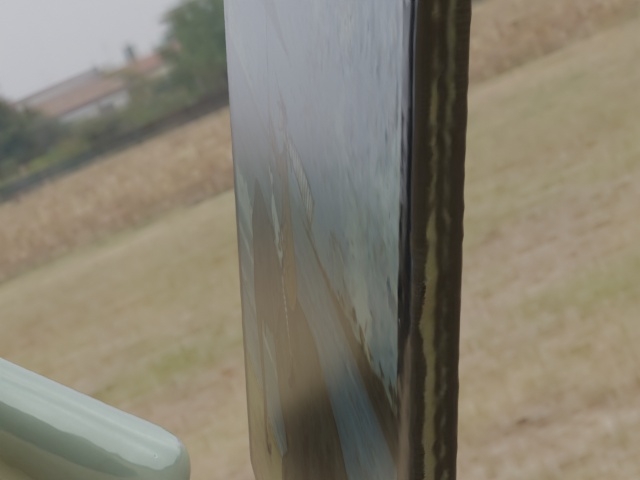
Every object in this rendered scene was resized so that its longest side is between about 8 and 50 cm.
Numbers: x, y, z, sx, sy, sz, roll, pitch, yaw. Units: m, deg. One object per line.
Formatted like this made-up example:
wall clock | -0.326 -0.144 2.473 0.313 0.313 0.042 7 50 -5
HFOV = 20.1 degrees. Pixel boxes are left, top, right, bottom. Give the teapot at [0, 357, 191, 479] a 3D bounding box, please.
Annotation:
teapot | -0.204 0.041 0.676 0.149 0.318 0.220 -53 -1 42

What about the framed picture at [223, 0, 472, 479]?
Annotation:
framed picture | 0.000 0.000 0.502 0.016 0.347 0.265 -6 32 -9
